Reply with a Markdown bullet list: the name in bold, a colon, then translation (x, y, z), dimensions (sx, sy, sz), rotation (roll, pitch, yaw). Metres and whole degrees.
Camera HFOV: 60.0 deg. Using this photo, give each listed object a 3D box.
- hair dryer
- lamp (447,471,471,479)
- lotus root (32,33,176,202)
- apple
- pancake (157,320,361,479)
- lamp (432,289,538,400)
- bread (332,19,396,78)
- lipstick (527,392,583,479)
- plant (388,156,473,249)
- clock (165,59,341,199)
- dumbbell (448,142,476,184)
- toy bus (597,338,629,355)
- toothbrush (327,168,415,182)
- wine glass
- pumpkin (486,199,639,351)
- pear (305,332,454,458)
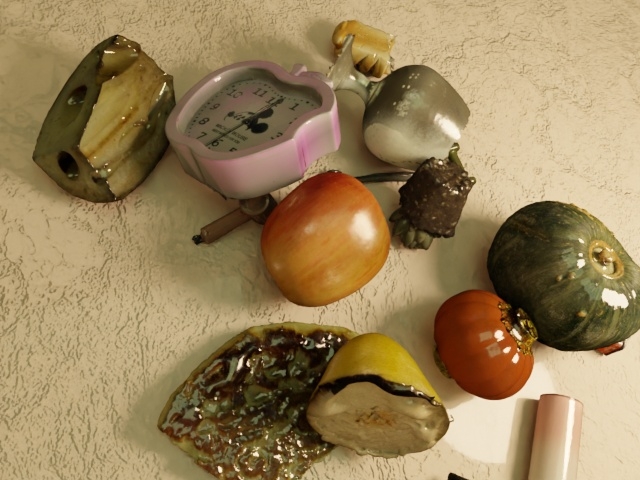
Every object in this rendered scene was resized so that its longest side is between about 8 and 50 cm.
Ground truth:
- **hair dryer**: translation (-0.174, -0.041, 1.111), dimensions (0.182, 0.117, 0.064), rotation (-28, 79, 0)
- **lamp**: translation (0.174, 0.522, 0.966), dimensions (0.228, 0.147, 0.171), rotation (-1, 82, -25)
- **lotus root**: translation (-0.418, -0.228, 1.090), dimensions (0.210, 0.142, 0.314), rotation (47, 51, -37)
- **apple**: translation (0.000, 0.000, 1.060), dimensions (0.241, 0.242, 0.242), rotation (-36, 82, -10)
- **pancake**: translation (-0.063, 0.296, 1.028), dimensions (0.427, 0.067, 0.304), rotation (-31, 88, -26)
- **lamp**: translation (0.322, 0.203, 1.094), dimensions (0.223, 0.197, 0.223), rotation (40, 31, -30)
- **bread**: translation (0.111, -0.471, 1.363), dimensions (0.177, 0.084, 0.119), rotation (23, 63, -6)
- **lipstick**: translation (0.452, 0.471, 1.084), dimensions (0.087, 0.087, 0.326), rotation (23, 64, -7)
- **plant**: translation (0.233, -0.075, 1.191), dimensions (0.129, 0.194, 0.132), rotation (18, 39, -12)
- **clock**: translation (-0.130, -0.233, 1.105), dimensions (0.339, 0.102, 0.338), rotation (-6, 48, 7)
- **dumbbell**: translation (0.330, -0.178, 1.332), dimensions (0.052, 0.046, 0.117), rotation (-17, 74, -16)
- **toy bus**: translation (0.664, 0.171, 1.277), dimensions (0.077, 0.079, 0.174), rotation (22, 64, 3)
- **toothbrush**: translation (0.155, -0.148, 1.278), dimensions (0.298, 0.030, 0.030), rotation (-3, 60, -17)
- **wine glass**: translation (0.154, -0.299, 1.232), dimensions (0.323, 0.238, 0.238), rotation (33, 63, -5)
- **pumpkin**: translation (0.515, 0.072, 1.169), dimensions (0.292, 0.257, 0.327), rotation (0, 61, -27)
- **pear**: translation (0.096, 0.250, 0.975), dimensions (0.267, 0.266, 0.178), rotation (14, 43, -11)
